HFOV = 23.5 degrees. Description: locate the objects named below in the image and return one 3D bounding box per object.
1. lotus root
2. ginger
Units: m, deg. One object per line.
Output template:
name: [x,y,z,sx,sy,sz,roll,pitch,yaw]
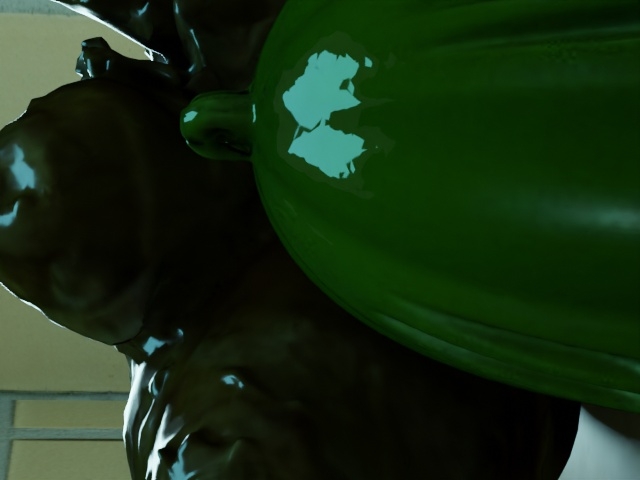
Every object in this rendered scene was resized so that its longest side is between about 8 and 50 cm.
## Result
lotus root: [0.044,-0.033,0.442,0.186,0.186,0.186,-179,90,-84]
ginger: [-0.004,-0.007,0.582,0.274,0.152,0.357,46,-146,-42]
